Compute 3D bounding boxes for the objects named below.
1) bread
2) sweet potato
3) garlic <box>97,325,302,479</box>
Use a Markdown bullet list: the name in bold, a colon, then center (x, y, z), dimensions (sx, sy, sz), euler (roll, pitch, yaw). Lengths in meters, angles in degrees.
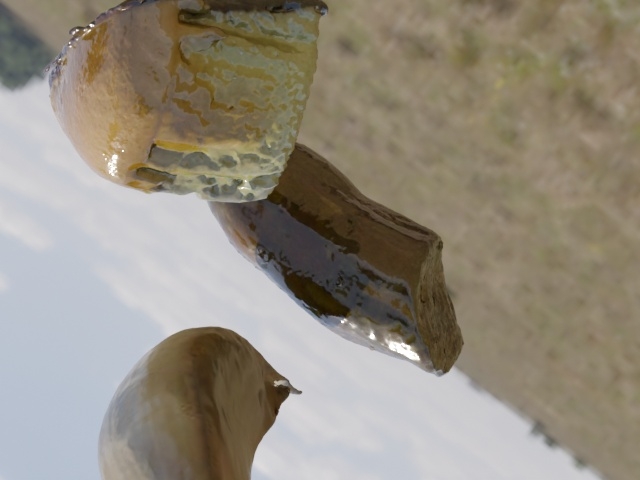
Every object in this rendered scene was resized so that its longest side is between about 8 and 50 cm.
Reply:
- **bread**: center (-0.129, -0.119, 1.546), dimensions (0.204, 0.162, 0.262), euler (6, 159, -23)
- **sweet potato**: center (0.000, 0.000, 1.849), dimensions (0.370, 0.158, 0.158), euler (34, 180, 8)
- **garlic**: center (-0.119, 0.183, 1.765), dimensions (0.196, 0.151, 0.338), euler (47, -158, -15)
